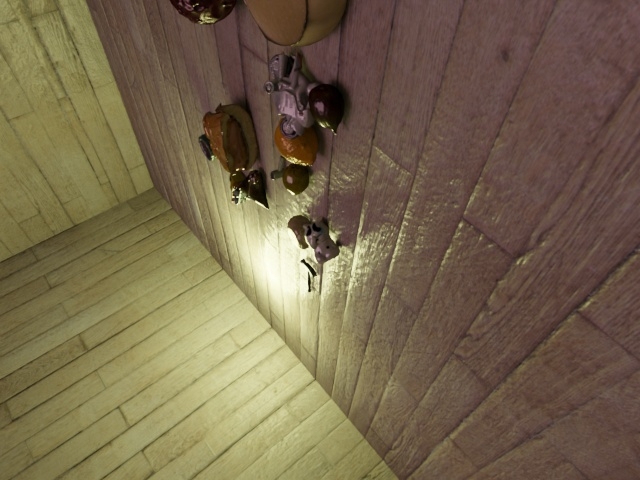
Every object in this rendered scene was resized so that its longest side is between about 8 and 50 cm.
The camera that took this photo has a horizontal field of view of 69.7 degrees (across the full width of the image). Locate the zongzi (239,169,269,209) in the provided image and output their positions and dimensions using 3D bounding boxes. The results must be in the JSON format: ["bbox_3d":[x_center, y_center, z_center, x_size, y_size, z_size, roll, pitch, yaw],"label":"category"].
[{"bbox_3d":[-0.277,-0.235,2.137,0.184,0.084,0.187,45,153,-7],"label":"zongzi"}]

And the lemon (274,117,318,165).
[{"bbox_3d":[-0.078,-0.332,1.550,0.187,0.142,0.142,56,157,-13],"label":"lemon"}]

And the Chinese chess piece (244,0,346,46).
[{"bbox_3d":[-0.080,-0.663,1.153,0.338,0.141,0.338,45,154,29],"label":"Chinese chess piece"}]

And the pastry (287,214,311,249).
[{"bbox_3d":[-0.086,-0.036,1.993,0.156,0.092,0.156,50,155,34],"label":"pastry"}]

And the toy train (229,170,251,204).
[{"bbox_3d":[-0.414,-0.266,2.339,0.127,0.089,0.219,62,158,14],"label":"toy train"}]

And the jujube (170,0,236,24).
[{"bbox_3d":[-0.423,-0.864,1.433,0.376,0.259,0.258,60,156,4],"label":"jujube"}]

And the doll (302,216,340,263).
[{"bbox_3d":[0.003,0.007,1.854,0.180,0.111,0.107,62,-165,-14],"label":"doll"}]

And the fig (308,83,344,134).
[{"bbox_3d":[0.024,-0.381,1.355,0.154,0.103,0.109,67,-167,-46],"label":"fig"}]

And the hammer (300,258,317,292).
[{"bbox_3d":[-0.056,0.195,2.295,0.103,0.029,0.246,44,154,29],"label":"hammer"}]

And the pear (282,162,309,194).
[{"bbox_3d":[-0.094,-0.236,1.748,0.107,0.107,0.131,40,142,34],"label":"pear"}]

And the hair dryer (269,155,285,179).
[{"bbox_3d":[-0.165,-0.302,1.861,0.038,0.063,0.124,47,142,26],"label":"hair dryer"}]

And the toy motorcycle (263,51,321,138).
[{"bbox_3d":[-0.071,-0.453,1.421,0.171,0.110,0.260,-6,99,24],"label":"toy motorcycle"}]

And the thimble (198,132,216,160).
[{"bbox_3d":[-0.549,-0.478,2.320,0.135,0.090,0.118,61,155,-6],"label":"thimble"}]

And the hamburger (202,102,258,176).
[{"bbox_3d":[-0.395,-0.465,1.963,0.209,0.162,0.329,43,155,33],"label":"hamburger"}]
